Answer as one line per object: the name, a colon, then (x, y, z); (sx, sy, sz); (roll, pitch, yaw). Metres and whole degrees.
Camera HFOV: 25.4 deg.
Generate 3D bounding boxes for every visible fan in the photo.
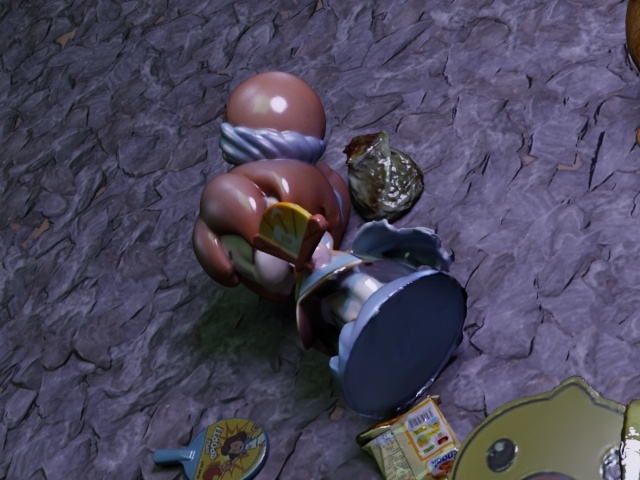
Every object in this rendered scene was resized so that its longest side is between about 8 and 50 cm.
fan: (0.226, 0.283, 1.442); (0.229, 0.011, 0.335); (1, 55, 28)

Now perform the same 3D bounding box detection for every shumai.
shumai: (0.074, -0.091, 1.850); (0.099, 0.087, 0.124); (-35, 42, -2)

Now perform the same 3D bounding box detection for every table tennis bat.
table tennis bat: (-0.131, 0.258, 1.710); (0.155, 0.019, 0.100); (-6, 49, 27)

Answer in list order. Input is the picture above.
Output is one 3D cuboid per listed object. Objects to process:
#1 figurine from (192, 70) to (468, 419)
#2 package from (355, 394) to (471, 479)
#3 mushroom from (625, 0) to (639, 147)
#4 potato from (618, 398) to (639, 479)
figurine: (-0.001, 0.000, 1.683); (0.248, 0.277, 0.388); (-37, 48, -20)
package: (0.106, 0.236, 1.563); (0.108, 0.031, 0.121); (-33, 47, 4)
mushroom: (0.512, -0.231, 1.601); (0.345, 0.239, 0.345); (-2, 63, 5)
potato: (0.335, 0.265, 1.293); (0.111, 0.160, 0.272); (-2, 51, 19)
